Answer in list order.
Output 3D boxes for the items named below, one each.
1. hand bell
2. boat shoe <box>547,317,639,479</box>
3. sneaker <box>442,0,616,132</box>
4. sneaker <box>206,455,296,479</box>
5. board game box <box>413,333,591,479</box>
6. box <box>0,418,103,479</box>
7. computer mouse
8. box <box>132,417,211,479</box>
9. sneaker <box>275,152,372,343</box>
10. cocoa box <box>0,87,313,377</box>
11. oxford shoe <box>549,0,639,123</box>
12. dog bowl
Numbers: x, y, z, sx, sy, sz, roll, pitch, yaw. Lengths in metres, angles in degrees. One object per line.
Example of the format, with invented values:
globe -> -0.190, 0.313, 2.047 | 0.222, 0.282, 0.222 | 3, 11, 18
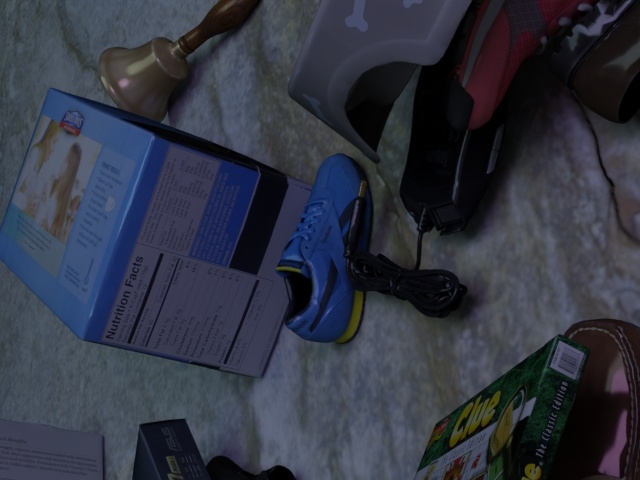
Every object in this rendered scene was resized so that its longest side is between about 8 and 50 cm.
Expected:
hand bell -> -0.174, -0.269, 1.435 | 0.242, 0.126, 0.126 | -30, 52, 29
boat shoe -> 0.178, 0.207, 0.715 | 0.123, 0.116, 0.324 | -14, 65, 51
sneaker -> 0.203, -0.218, 0.842 | 0.116, 0.136, 0.314 | -64, 0, -85
sneaker -> -0.056, 0.258, 1.078 | 0.089, 0.051, 0.170 | -59, 42, 18
board game box -> 0.111, 0.168, 0.768 | 0.136, 0.030, 0.260 | -61, 0, -27
box -> -0.412, 0.332, 1.416 | 0.182, 0.181, 0.119 | -39, 46, 39
computer mouse -> 0.101, -0.063, 0.993 | 0.184, 0.060, 0.262 | 7, 88, 57
box -> -0.145, 0.332, 1.110 | 0.233, 0.059, 0.183 | 55, 140, 47
sneaker -> 0.000, 0.000, 1.080 | 0.069, 0.082, 0.209 | -23, 57, 50
cocoa box -> -0.201, -0.019, 1.233 | 0.347, 0.228, 0.231 | 26, 97, 55
oxford shoe -> 0.283, -0.178, 0.785 | 0.227, 0.083, 0.096 | -51, 60, 29
dog bowl -> 0.079, -0.242, 0.906 | 0.349, 0.102, 0.349 | -64, 2, 5
